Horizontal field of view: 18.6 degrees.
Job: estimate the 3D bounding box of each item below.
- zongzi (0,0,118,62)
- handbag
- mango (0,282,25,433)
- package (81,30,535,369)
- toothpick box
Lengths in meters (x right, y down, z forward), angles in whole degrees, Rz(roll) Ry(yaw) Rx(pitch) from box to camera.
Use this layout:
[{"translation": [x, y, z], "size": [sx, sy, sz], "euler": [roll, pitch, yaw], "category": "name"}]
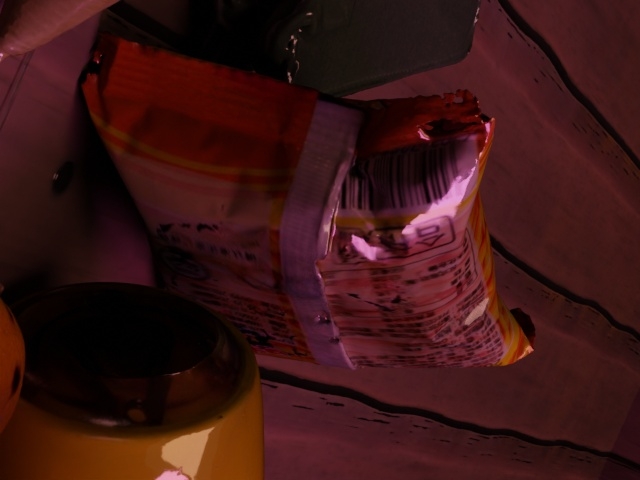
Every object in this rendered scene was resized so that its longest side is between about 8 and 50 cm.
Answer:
[{"translation": [0.003, -0.200, 0.910], "size": [0.274, 0.145, 0.300], "euler": [4, 120, -48], "category": "zongzi"}, {"translation": [0.036, -0.207, 1.107], "size": [0.260, 0.079, 0.248], "euler": [-25, 134, -58], "category": "handbag"}, {"translation": [-0.196, 0.071, 0.820], "size": [0.178, 0.090, 0.115], "euler": [-30, 148, -46], "category": "mango"}, {"translation": [-0.007, 0.000, 1.040], "size": [0.288, 0.223, 0.108], "euler": [74, 27, -56], "category": "package"}, {"translation": [-0.113, 0.157, 1.006], "size": [0.175, 0.175, 0.271], "euler": [-39, 144, -52], "category": "toothpick box"}]
